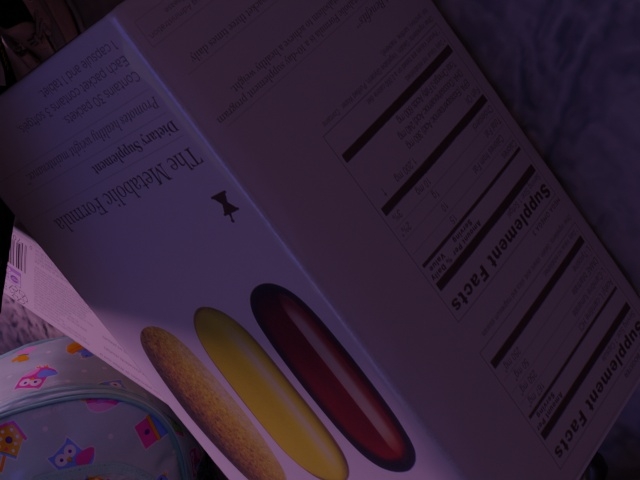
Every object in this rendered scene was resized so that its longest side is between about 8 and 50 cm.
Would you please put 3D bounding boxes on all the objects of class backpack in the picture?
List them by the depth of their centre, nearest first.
[{"bbox_3d":[-0.142,0.157,0.794,0.166,0.144,0.188,-18,109,0],"label":"backpack"}]

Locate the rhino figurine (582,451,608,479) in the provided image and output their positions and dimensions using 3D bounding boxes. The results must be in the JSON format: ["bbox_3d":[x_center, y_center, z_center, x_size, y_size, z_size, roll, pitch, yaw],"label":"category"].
[{"bbox_3d":[0.139,0.176,0.639,0.106,0.073,0.243,23,141,24],"label":"rhino figurine"}]

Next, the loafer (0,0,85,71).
[{"bbox_3d":[-0.145,-0.116,0.647,0.045,0.039,0.125,15,134,31],"label":"loafer"}]

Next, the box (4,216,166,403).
[{"bbox_3d":[-0.043,0.058,0.702,0.324,0.063,0.067,31,142,15],"label":"box"}]

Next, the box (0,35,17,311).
[{"bbox_3d":[-0.202,-0.119,0.527,0.079,0.257,0.322,-14,122,-1],"label":"box"}]

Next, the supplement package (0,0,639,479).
[{"bbox_3d":[0.000,0.000,0.552,0.139,0.134,0.244,-23,109,50],"label":"supplement package"}]
